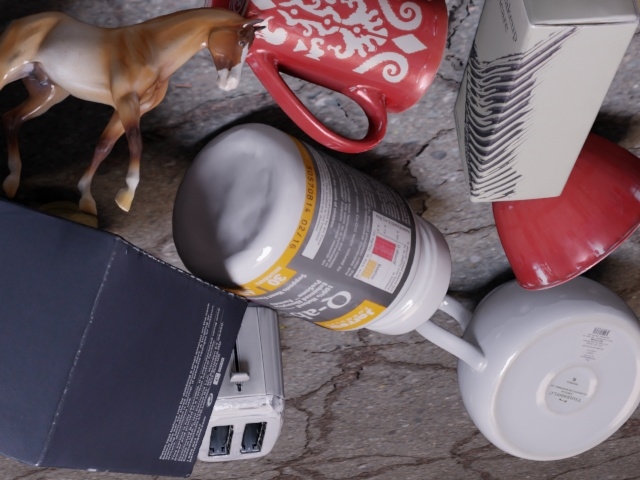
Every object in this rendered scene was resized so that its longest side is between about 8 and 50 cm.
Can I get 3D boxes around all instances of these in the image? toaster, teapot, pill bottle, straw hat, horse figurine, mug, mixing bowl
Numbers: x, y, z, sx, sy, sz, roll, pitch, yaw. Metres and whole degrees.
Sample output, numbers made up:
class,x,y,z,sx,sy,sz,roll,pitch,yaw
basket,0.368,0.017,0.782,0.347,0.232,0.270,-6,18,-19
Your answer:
class,x,y,z,sx,sy,sz,roll,pitch,yaw
toaster,-0.112,0.179,1.671,0.129,0.146,0.227,-2,152,-10
teapot,0.265,0.133,1.671,0.252,0.187,0.256,-28,125,-3
pill bottle,0.000,0.000,1.349,0.162,0.162,0.278,-27,147,31
straw hat,-0.259,-0.006,1.361,0.144,0.144,0.061,5,110,-24
horse figurine,-0.186,-0.111,1.018,0.263,0.174,0.066,10,164,31
mug,0.004,-0.162,1.069,0.169,0.150,0.113,13,136,-28
mixing bowl,0.240,-0.047,1.358,0.181,0.181,0.098,-31,107,36

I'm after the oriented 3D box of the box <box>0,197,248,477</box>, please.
class,x,y,z,sx,sy,sz,roll,pitch,yaw
box,-0.284,0.060,1.138,0.343,0.179,0.312,17,173,18

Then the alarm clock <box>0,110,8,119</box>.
class,x,y,z,sx,sy,sz,roll,pitch,yaw
alarm clock,-0.360,-0.114,1.132,0.192,0.064,0.129,-15,152,6

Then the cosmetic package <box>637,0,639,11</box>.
class,x,y,z,sx,sy,sz,roll,pitch,yaw
cosmetic package,0.302,-0.185,1.137,0.060,0.115,0.041,18,144,-38

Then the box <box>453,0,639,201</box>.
class,x,y,z,sx,sy,sz,roll,pitch,yaw
box,0.189,-0.148,1.181,0.094,0.113,0.275,-4,151,-7
